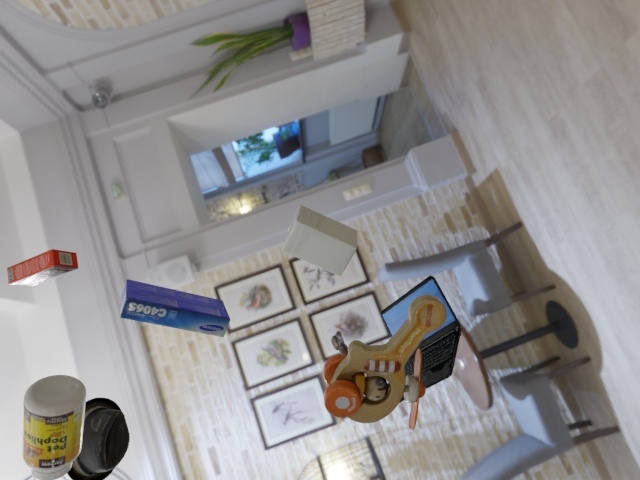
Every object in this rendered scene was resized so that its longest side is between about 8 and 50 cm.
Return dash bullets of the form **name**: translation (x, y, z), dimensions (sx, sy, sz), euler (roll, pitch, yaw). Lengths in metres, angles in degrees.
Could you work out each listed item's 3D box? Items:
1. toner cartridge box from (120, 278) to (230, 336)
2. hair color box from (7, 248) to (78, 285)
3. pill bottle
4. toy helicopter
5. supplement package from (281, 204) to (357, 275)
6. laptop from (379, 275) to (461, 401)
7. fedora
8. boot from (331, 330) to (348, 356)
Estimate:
- **toner cartridge box**: translation (-0.496, 0.232, 1.656), dimensions (0.075, 0.347, 0.165), euler (-68, 25, 10)
- **hair color box**: translation (-0.648, 0.065, 1.130), dimensions (0.072, 0.141, 0.043), euler (22, -129, -68)
- **pill bottle**: translation (-0.576, 0.408, 1.046), dimensions (0.117, 0.117, 0.215), euler (-118, 39, -62)
- **toy helicopter**: translation (0.176, 0.281, 1.109), dimensions (0.234, 0.355, 0.140), euler (33, -166, -9)
- **supplement package**: translation (0.000, 0.000, 1.319), dimensions (0.105, 0.179, 0.105), euler (-80, 16, -62)
- **laptop**: translation (0.241, 0.265, 1.282), dimensions (0.136, 0.234, 0.264), euler (40, -139, -5)
- **fedora**: translation (-0.883, 0.816, 1.984), dimensions (0.334, 0.152, 0.335), euler (35, -131, -55)
- **boot**: translation (0.070, 0.388, 1.761), dimensions (0.114, 0.037, 0.107), euler (-3, -110, -82)
